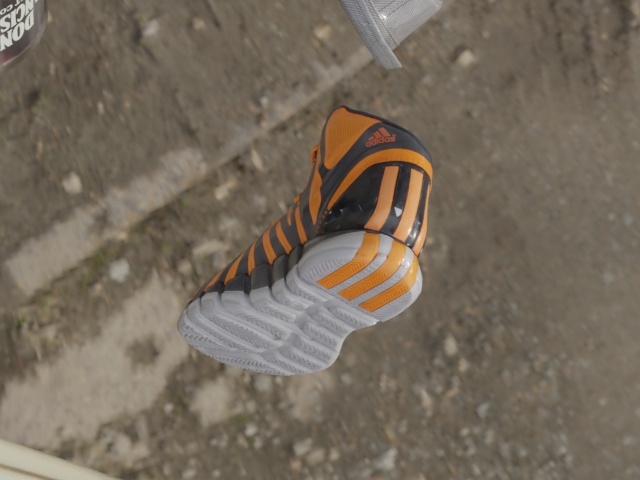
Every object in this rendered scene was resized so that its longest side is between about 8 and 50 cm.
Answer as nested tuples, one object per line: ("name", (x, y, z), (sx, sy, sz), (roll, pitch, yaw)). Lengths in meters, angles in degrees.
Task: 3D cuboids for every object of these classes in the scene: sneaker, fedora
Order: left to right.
("sneaker", (0.000, 0.000, 1.363), (0.125, 0.180, 0.321), (32, 147, -25))
("fedora", (0.072, -0.348, 2.029), (0.124, 0.275, 0.243), (-30, 117, 6))

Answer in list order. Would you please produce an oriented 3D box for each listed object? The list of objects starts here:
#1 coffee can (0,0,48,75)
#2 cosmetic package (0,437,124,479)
("coffee can", (-0.357, -0.305, 1.477), (0.202, 0.201, 0.275), (-9, 148, -15))
("cosmetic package", (-0.168, 0.164, 0.739), (0.309, 0.113, 0.160), (23, 151, -27))
